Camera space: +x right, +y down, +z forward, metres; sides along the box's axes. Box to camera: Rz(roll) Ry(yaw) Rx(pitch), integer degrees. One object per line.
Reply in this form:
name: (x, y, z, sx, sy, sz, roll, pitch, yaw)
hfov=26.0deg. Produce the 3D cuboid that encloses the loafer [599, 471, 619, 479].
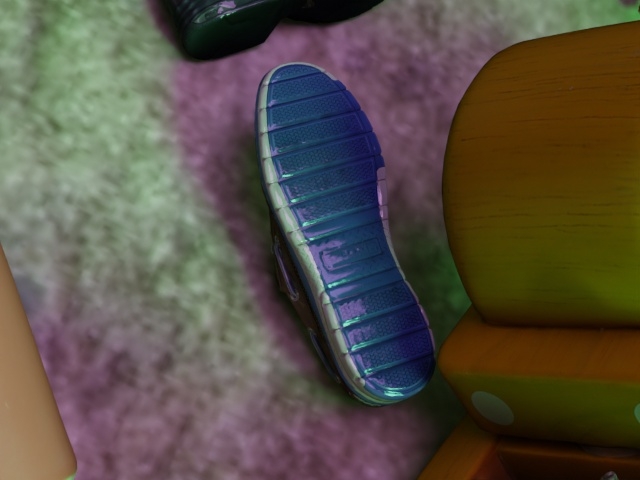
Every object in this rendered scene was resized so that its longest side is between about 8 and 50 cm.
loafer: (-0.021, 0.192, 0.479, 0.366, 0.134, 0.130, -40, 72, 4)

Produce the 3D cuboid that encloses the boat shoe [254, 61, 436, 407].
boat shoe: (0.000, 0.000, 0.717, 0.066, 0.066, 0.183, -11, 78, -24)

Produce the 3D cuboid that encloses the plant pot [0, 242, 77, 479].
plant pot: (-0.234, 0.034, 0.511, 0.275, 0.275, 0.243, -31, 92, -30)

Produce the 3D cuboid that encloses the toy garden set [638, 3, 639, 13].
toy garden set: (0.302, -0.219, 0.874, 0.049, 0.204, 0.244, 46, 69, 1)

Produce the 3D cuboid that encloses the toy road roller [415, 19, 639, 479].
toy road roller: (0.136, 0.050, 0.631, 0.329, 0.202, 0.240, -50, 118, -30)

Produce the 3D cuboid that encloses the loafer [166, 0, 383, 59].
loafer: (-0.011, -0.157, 0.787, 0.170, 0.062, 0.061, -19, 72, -30)
